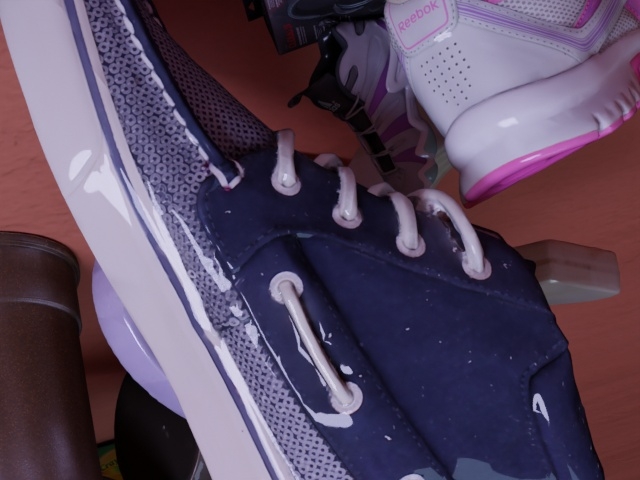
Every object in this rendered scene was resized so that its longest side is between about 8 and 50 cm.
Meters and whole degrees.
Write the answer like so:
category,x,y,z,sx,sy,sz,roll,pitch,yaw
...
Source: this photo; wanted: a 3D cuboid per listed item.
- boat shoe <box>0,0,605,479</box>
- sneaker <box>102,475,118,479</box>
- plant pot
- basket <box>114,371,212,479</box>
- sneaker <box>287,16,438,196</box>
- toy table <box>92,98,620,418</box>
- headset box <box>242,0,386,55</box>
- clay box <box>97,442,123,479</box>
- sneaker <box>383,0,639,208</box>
category,x,y,z,sx,sy,sz,roll,pitch,yaw
boat shoe,0.000,0.000,0.553,0.158,0.340,0.127,-24,-172,6
sneaker,-0.265,0.266,1.058,0.448,0.169,0.257,-1,167,12
plant pot,-0.211,0.106,0.795,0.167,0.165,0.167,-16,156,-7
basket,-0.040,0.153,1.062,0.227,0.154,0.204,6,133,-38
sneaker,0.017,-0.059,0.621,0.069,0.098,0.038,-2,167,-30
toy table,0.032,0.024,0.741,0.274,0.252,0.161,-7,170,-45
headset box,0.002,-0.126,0.621,0.083,0.032,0.062,-20,157,-3
clay box,-0.112,0.211,1.247,0.222,0.053,0.127,-16,157,-12
sneaker,0.115,-0.114,0.626,0.103,0.111,0.252,-30,-175,35
